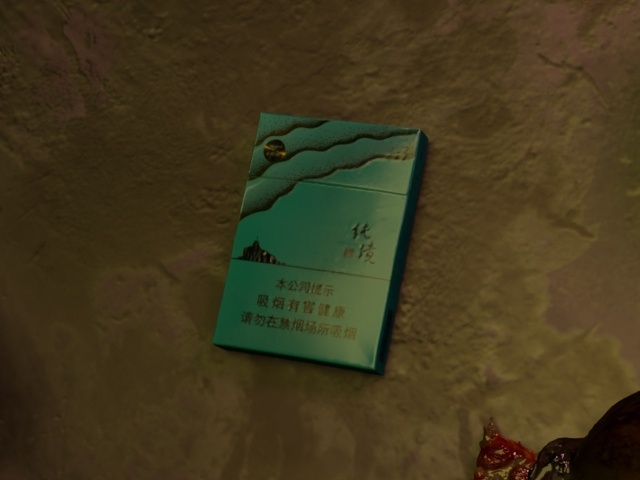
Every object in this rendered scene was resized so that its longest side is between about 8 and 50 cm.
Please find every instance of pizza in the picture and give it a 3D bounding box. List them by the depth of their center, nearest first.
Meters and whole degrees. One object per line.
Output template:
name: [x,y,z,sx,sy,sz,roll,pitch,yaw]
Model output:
pizza: [0.156,0.218,1.282,0.100,0.029,0.099,35,88,23]

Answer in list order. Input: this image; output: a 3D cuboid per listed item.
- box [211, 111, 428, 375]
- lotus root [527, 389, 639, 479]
box: [0.000,0.000,1.382,0.161,0.042,0.226,8,79,18]
lotus root: [0.359,0.196,1.143,0.397,0.179,0.196,1,73,17]
